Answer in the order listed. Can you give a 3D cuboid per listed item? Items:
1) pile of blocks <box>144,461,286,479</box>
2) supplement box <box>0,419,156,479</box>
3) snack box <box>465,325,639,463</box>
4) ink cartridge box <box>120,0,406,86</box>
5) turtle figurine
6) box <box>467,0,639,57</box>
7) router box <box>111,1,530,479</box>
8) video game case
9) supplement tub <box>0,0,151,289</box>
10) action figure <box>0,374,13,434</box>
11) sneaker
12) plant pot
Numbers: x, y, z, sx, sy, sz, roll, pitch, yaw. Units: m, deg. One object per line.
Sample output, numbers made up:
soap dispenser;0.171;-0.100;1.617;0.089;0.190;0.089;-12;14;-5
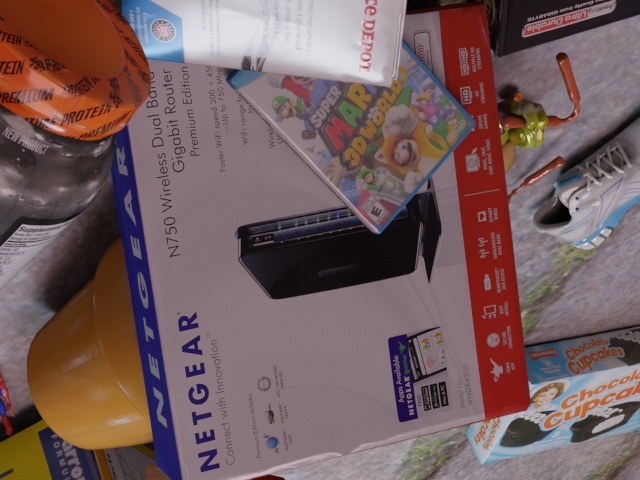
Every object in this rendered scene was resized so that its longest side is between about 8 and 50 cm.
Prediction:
pile of blocks;-0.067;0.289;1.329;0.113;0.149;0.362;-24;154;-6
supplement box;-0.233;0.345;1.504;0.195;0.194;0.356;-29;150;6
snack box;0.363;0.191;1.818;0.322;0.060;0.187;-8;143;-24
ink cartridge box;-0.036;-0.185;0.941;0.191;0.082;0.139;6;144;1
turtle figurine;0.135;-0.066;1.272;0.217;0.087;0.269;-40;166;-16
box;0.265;-0.295;1.065;0.296;0.073;0.293;-17;145;-12
router box;0.000;0.000;1.103;0.301;0.082;0.335;-12;100;-20
video game case;0.026;-0.103;1.048;0.166;0.015;0.119;45;79;-20
supplement tub;-0.282;-0.043;0.933;0.338;0.207;0.207;-41;144;22
action figure;-0.318;0.157;1.356;0.038;0.030;0.115;-11;143;-12
sneaker;0.283;-0.060;1.409;0.083;0.071;0.190;7;136;-31
plant pot;-0.153;0.098;1.246;0.188;0.205;0.205;-27;150;32
